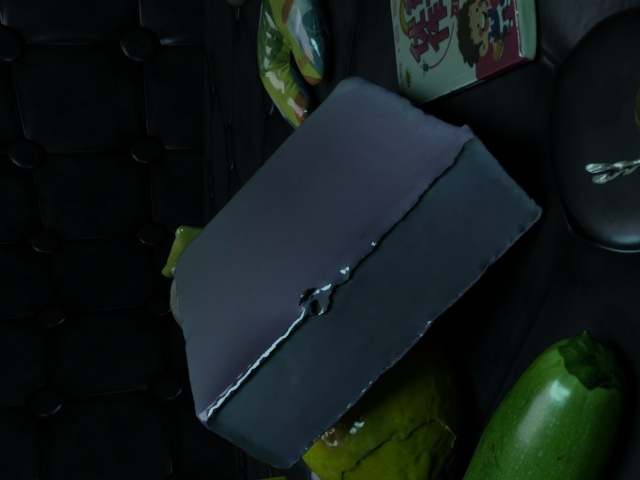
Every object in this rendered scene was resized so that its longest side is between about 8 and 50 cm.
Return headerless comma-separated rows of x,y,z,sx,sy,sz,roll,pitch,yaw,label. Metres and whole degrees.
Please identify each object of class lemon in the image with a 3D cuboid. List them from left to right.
0.050,0.150,0.633,0.180,0.180,0.193,124,155,-66,lemon

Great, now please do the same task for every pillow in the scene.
-0.039,-0.303,1.035,0.233,0.086,0.214,116,136,-57,pillow

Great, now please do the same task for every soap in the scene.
0.000,0.000,0.589,0.296,0.107,0.285,-45,29,8,soap

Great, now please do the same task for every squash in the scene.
0.142,0.189,0.468,0.082,0.082,0.292,-114,25,-51,squash

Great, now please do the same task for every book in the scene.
0.115,-0.213,0.575,0.232,0.022,0.162,-175,81,-74,book

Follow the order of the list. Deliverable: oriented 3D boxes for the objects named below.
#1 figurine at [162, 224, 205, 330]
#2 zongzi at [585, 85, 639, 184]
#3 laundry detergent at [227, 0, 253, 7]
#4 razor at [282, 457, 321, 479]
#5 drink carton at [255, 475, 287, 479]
-0.182,0.195,1.350,0.361,0.266,0.378,98,161,-56,figurine
0.193,-0.117,0.271,0.189,0.081,0.178,90,-166,-77,zongzi
-0.062,-0.478,0.987,0.237,0.076,0.171,-42,15,35,laundry detergent
0.010,0.196,0.902,0.204,0.113,0.349,-165,74,-73,razor
-0.008,0.535,0.981,0.351,0.154,0.111,-110,22,-45,drink carton
